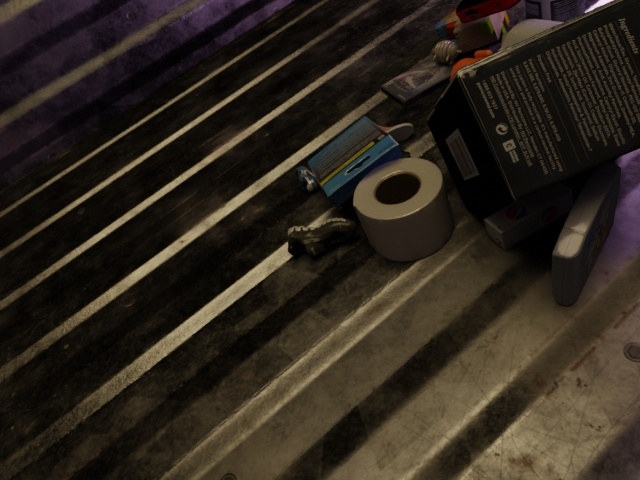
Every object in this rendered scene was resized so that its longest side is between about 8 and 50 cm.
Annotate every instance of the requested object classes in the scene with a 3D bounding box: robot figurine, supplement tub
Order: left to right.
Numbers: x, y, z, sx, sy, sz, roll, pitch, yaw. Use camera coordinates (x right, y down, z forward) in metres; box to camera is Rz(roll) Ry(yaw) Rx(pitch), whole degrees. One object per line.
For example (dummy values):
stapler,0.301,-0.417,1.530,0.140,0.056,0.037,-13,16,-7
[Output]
robot figurine,0.534,-0.555,1.767,0.158,0.128,0.219,-44,29,1
robot figurine,0.715,-0.591,1.641,0.300,0.199,0.353,-13,30,-13
supplement tub,0.814,-0.822,1.794,0.191,0.272,0.191,-15,42,14

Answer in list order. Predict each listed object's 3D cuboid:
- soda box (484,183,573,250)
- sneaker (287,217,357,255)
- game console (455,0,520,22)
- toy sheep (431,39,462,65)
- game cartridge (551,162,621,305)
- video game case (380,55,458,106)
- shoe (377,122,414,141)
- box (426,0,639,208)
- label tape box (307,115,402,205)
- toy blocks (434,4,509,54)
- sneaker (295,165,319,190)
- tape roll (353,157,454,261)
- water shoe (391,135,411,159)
soda box,0.531,-0.067,1.316,0.216,0.069,0.074,-30,40,-4
sneaker,0.000,0.000,1.532,0.234,0.078,0.106,-9,46,25
game console,0.656,-0.917,1.775,0.342,0.060,0.386,-50,21,1
toy sheep,0.484,-0.723,1.979,0.132,0.091,0.091,22,60,37
game cartridge,0.589,-0.023,1.139,0.062,0.198,0.297,21,60,33
video game case,0.396,-0.629,2.011,0.274,0.026,0.196,-31,41,-3
shoe,0.234,-0.380,1.806,0.178,0.063,0.081,-22,45,13
box,0.548,-0.300,1.209,0.472,0.297,0.480,-25,0,5
label tape box,0.112,-0.235,1.594,0.249,0.115,0.347,-38,28,7
toy blocks,0.586,-0.868,2.068,0.261,0.190,0.381,-10,42,37
sneaker,-0.055,-0.216,1.801,0.059,0.053,0.144,-40,41,-11
tape roll,0.231,-0.086,1.420,0.246,0.169,0.246,-16,42,15
water shoe,0.254,-0.273,1.698,0.080,0.073,0.203,6,41,-5
